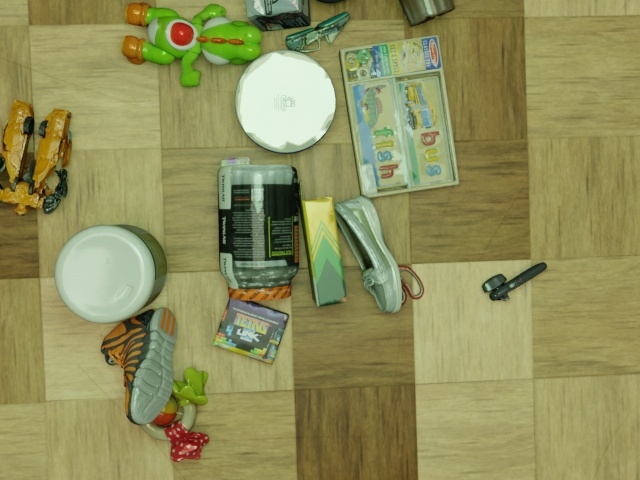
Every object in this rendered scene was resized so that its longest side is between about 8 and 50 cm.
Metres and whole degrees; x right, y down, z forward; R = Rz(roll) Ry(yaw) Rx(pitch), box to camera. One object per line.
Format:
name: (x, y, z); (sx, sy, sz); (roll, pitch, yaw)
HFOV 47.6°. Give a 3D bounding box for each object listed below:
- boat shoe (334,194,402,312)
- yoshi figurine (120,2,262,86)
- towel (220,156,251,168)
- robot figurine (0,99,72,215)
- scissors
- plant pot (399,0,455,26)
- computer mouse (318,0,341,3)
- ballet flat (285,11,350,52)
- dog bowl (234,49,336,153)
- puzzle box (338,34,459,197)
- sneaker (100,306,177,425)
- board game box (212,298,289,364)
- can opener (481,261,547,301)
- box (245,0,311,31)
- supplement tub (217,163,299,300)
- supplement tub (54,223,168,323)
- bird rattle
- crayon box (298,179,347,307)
boat shoe: (0.124, 0.043, 1.894); (0.103, 0.118, 0.320); (-18, 90, -20)
yoshi figurine: (-0.314, -0.517, 1.884); (0.362, 0.204, 0.203); (9, 50, 10)
towel: (-0.226, -0.192, 1.949); (0.083, 0.009, 0.060); (-5, 92, -3)
robot figurine: (-0.744, -0.206, 1.881); (0.211, 0.085, 0.291); (12, 90, -3)
scissors: (0.167, 0.050, 1.977); (0.109, 0.021, 0.297); (-35, 92, 0)
plant pot: (0.268, -0.662, 1.900); (0.167, 0.167, 0.165); (-23, 100, -3)
computer mouse: (0.099, -0.695, 1.895); (0.272, 0.188, 0.072); (-32, 111, 6)
ballet flat: (-0.001, -0.547, 1.936); (0.188, 0.070, 0.070); (-22, 93, -1)
dog bowl: (-0.091, -0.359, 1.893); (0.264, 0.104, 0.265); (0, 98, -3)
puzzle box: (0.213, -0.329, 1.952); (0.272, 0.052, 0.409); (-10, 92, -4)
sneaker: (-0.473, 0.328, 1.844); (0.180, 0.321, 0.124); (-16, 135, 22)
board game box: (-0.185, 0.238, 1.943); (0.170, 0.048, 0.141); (19, 91, -4)
can opener: (0.535, 0.109, 1.978); (0.186, 0.059, 0.073); (-26, 92, -2)
box: (-0.113, -0.683, 1.856); (0.142, 0.163, 0.247); (-5, 92, 11)
supplement tub: (-0.158, -0.023, 1.857); (0.207, 0.207, 0.338); (-1, 93, -3)
supplement tub: (-0.500, 0.074, 1.785); (0.228, 0.316, 0.228); (0, 91, -4)
bird rattle: (-0.387, 0.459, 1.923); (0.207, 0.143, 0.254); (12, 104, 8)
crayon box: (0.000, 0.000, 1.872); (0.081, 0.202, 0.319); (-9, 92, -4)
